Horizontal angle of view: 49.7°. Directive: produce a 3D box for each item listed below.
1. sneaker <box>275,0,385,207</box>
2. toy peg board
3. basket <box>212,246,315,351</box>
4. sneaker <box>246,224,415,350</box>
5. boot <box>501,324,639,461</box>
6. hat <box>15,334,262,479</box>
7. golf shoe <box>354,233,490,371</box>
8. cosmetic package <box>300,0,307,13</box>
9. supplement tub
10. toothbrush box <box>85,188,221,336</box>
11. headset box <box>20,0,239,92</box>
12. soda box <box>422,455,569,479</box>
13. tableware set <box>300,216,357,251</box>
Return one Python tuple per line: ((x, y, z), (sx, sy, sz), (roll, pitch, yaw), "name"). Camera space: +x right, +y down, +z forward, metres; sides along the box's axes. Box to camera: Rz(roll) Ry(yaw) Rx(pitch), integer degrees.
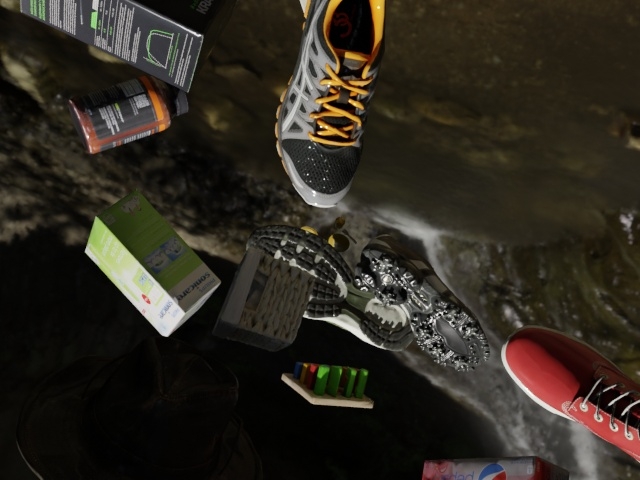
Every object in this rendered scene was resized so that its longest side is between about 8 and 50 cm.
((0.012, -0.134, 0.603), (0.084, 0.215, 0.083), (3, -170, -17), "sneaker")
((0.022, 0.311, 1.573), (0.161, 0.079, 0.160), (12, -176, -30), "toy peg board")
((-0.081, 0.091, 0.970), (0.103, 0.113, 0.167), (22, 163, -6), "basket")
((0.007, 0.103, 1.438), (0.410, 0.158, 0.182), (33, 169, -21), "sneaker")
((0.307, 0.166, 0.709), (0.244, 0.088, 0.176), (34, 176, 11), "boot")
((-0.182, 0.203, 0.841), (0.331, 0.134, 0.331), (30, -164, -9), "hat")
((0.128, 0.066, 0.809), (0.198, 0.077, 0.094), (47, -153, -12), "golf shoe")
((0.045, -0.503, 1.513), (0.113, 0.160, 0.309), (-18, -178, 15), "cosmetic package")
((-0.344, -0.235, 1.253), (0.198, 0.106, 0.106), (-23, -169, -21), "supplement tub")
((-0.384, 0.058, 1.565), (0.283, 0.122, 0.206), (47, 147, -1), "toothbrush box")
((-0.266, -0.398, 1.012), (0.283, 0.246, 0.131), (25, 147, -7), "headset box")
((0.285, 0.422, 1.166), (0.083, 0.092, 0.263), (29, 149, -24), "soda box")
((0.000, 0.000, 1.555), (0.104, 0.154, 0.024), (48, -150, -15), "tableware set")
